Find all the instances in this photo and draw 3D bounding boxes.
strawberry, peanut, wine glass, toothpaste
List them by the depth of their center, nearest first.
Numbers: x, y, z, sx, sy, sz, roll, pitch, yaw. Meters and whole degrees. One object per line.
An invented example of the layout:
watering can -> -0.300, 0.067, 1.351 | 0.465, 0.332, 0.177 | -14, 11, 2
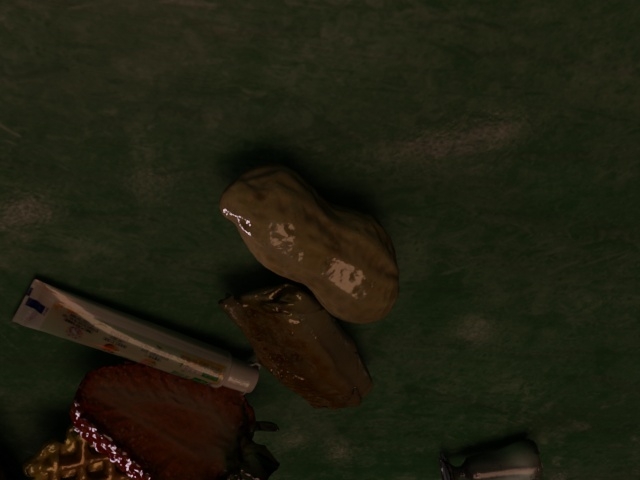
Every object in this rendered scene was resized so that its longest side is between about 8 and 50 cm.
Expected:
peanut -> 0.000, 0.000, 0.922 | 0.123, 0.124, 0.256 | -37, 124, 20
toothpaste -> -0.223, 0.131, 1.031 | 0.314, 0.056, 0.058 | 24, 79, -23
strawberry -> -0.197, 0.257, 1.077 | 0.286, 0.188, 0.106 | 27, 137, -18
wine glass -> 0.277, 0.369, 1.333 | 0.155, 0.072, 0.072 | -9, 132, -3

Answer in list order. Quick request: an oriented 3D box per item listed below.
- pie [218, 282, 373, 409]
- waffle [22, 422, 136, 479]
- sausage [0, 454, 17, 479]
pie -> -0.024, 0.136, 1.058 | 0.128, 0.068, 0.282 | -10, 142, 22
waffle -> -0.300, 0.335, 1.143 | 0.238, 0.058, 0.243 | -48, 127, -1
sausage -> -0.462, 0.417, 1.181 | 0.136, 0.123, 0.501 | -2, 133, 12
